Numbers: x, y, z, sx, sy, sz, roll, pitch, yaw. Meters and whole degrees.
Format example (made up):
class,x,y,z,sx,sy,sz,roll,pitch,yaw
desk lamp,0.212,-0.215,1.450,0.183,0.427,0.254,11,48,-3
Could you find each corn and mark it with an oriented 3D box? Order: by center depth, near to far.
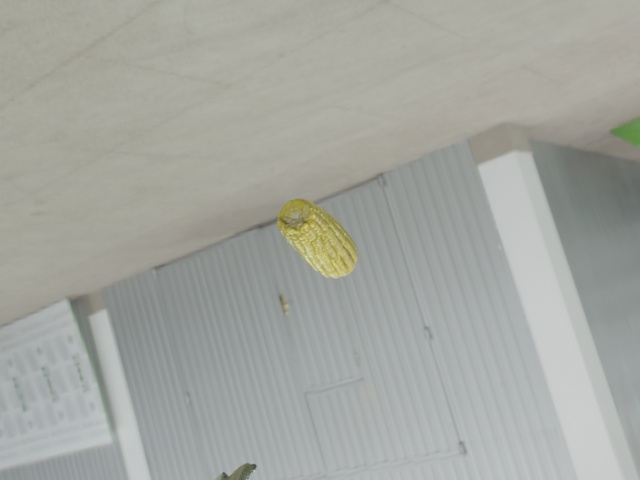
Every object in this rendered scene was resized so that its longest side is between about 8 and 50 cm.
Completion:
class,x,y,z,sx,sy,sz,roll,pitch,yaw
corn,0.000,0.000,0.967,0.067,0.067,0.206,-18,158,12

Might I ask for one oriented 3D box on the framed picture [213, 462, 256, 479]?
class,x,y,z,sx,sy,sz,roll,pitch,yaw
framed picture,-0.118,0.237,0.362,0.274,0.017,0.217,-53,-169,47
